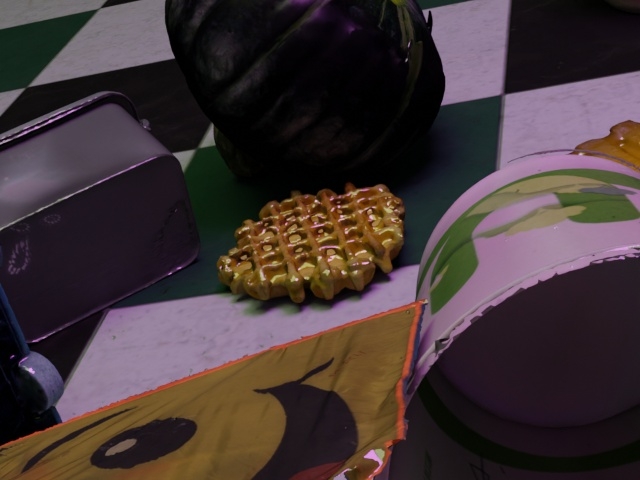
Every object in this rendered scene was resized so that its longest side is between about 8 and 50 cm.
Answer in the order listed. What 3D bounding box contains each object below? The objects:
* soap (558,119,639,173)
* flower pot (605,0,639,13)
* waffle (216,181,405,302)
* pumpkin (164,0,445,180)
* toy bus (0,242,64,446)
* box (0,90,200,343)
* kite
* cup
[{"bbox_3d":[0.289,-0.024,1.007,0.140,0.073,0.232,-24,27,-14],"label":"soap"},{"bbox_3d":[0.417,-0.411,1.515,0.308,0.244,0.307,-14,27,7],"label":"flower pot"},{"bbox_3d":[-0.005,0.002,1.162,0.191,0.038,0.191,-12,26,6],"label":"waffle"},{"bbox_3d":[-0.037,-0.181,1.305,0.296,0.295,0.296,-13,26,6],"label":"pumpkin"},{"bbox_3d":[-0.302,0.068,0.952,0.147,0.256,0.128,1,30,36],"label":"toy bus"},{"bbox_3d":[-0.233,-0.018,1.210,0.243,0.163,0.135,-27,37,-24],"label":"box"},{"bbox_3d":[-0.100,0.110,0.564,0.377,0.013,0.327,-33,15,-35],"label":"kite"},{"bbox_3d":[0.155,0.078,0.718,0.253,0.253,0.274,-13,18,7],"label":"cup"}]
